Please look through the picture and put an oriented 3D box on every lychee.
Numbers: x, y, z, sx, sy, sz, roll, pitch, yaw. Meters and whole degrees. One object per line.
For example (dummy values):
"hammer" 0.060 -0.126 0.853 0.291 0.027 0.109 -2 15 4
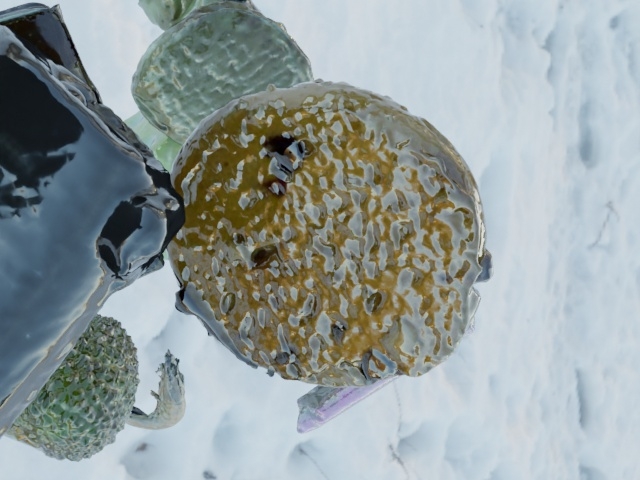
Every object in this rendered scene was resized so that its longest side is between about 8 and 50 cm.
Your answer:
"lychee" -0.275 0.156 0.846 0.171 0.171 0.171 -9 104 -44

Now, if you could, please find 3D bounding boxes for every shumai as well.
"shumai" -0.179 -0.326 1.374 0.329 0.288 0.292 29 106 -37

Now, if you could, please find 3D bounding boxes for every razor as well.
"razor" -0.243 0.036 0.472 0.189 0.107 0.327 43 87 -7

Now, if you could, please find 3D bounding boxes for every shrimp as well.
"shrimp" -0.355 0.313 1.593 0.152 0.046 0.219 4 123 -11

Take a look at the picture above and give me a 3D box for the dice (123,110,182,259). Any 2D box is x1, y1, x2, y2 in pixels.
"dice" -0.296 -0.124 1.536 0.254 0.251 0.250 60 44 -32

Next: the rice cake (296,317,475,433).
"rice cake" 0.074 0.155 0.932 0.269 0.049 0.055 -34 154 12

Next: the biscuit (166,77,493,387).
"biscuit" 0.000 -0.001 0.660 0.075 0.295 0.296 -51 134 -62

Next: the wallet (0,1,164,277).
"wallet" -0.209 -0.053 0.571 0.121 0.031 0.232 -22 125 -13
